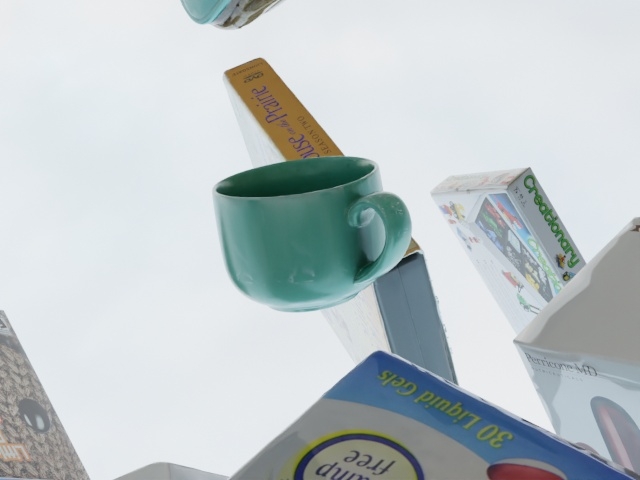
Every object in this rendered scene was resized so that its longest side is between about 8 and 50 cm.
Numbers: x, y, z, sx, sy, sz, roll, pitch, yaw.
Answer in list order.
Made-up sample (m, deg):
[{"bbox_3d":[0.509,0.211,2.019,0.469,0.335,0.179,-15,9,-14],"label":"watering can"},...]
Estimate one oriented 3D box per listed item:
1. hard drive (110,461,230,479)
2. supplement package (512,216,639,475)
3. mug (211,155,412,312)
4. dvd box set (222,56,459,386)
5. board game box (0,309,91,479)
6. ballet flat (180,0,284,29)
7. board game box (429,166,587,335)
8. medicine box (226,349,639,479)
[{"bbox_3d":[-0.070,0.228,0.835,0.203,0.307,0.040,-27,-124,30],"label":"hard drive"},{"bbox_3d":[0.267,0.110,0.733,0.149,0.203,0.194,-40,-155,-28],"label":"supplement package"},{"bbox_3d":[-0.009,0.001,0.874,0.129,0.097,0.158,-11,-164,-9],"label":"mug"},{"bbox_3d":[0.024,0.016,1.282,0.062,0.307,0.420,-25,-140,-8],"label":"dvd box set"},{"bbox_3d":[-0.414,0.208,1.262,0.141,0.232,0.291,-43,-119,14],"label":"board game box"},{"bbox_3d":[0.002,-0.254,0.824,0.124,0.342,0.116,-22,-99,-29],"label":"ballet flat"},{"bbox_3d":[0.293,0.040,1.621,0.053,0.305,0.193,-39,-164,-21],"label":"board game box"},{"bbox_3d":[0.041,0.230,0.545,0.263,0.149,0.289,24,-131,38],"label":"medicine box"}]
